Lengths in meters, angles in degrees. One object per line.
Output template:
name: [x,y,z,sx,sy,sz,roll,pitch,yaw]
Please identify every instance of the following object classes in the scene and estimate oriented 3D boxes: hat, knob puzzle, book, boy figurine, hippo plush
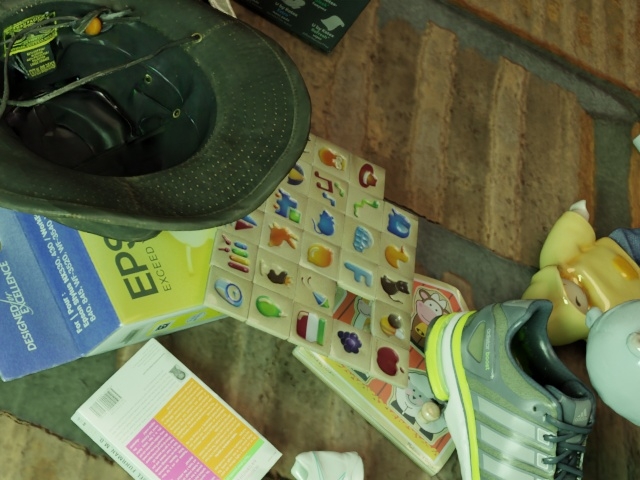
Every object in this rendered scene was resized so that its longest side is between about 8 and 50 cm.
hat: [-0.180,-0.083,1.053,0.331,0.134,0.331,8,44,-8]
knob puzzle: [0.089,0.097,1.256,0.213,0.030,0.213,17,51,-22]
book: [-0.115,0.159,1.080,0.144,0.035,0.096,44,49,1]
boy figurine: [0.297,0.038,1.393,0.285,0.092,0.177,-13,70,-42]
hippo plush: [0.335,0.148,1.237,0.294,0.234,0.236,-34,92,-4]

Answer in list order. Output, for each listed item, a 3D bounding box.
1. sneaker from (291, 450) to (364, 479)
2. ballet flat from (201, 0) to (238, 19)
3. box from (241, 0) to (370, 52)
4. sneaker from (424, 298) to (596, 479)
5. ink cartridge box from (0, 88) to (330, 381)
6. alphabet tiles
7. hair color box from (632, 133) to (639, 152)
sneaker: [0.003,0.239,1.092,0.061,0.053,0.152,11,47,-15]
ballet flat: [-0.111,-0.220,1.334,0.052,0.057,0.168,-20,71,-30]
box: [0.031,-0.352,1.368,0.143,0.270,0.165,29,48,-12]
sneaker: [0.188,0.187,1.176,0.111,0.121,0.300,-6,70,-45]
ink cartridge box: [-0.184,-0.058,1.164,0.307,0.072,0.303,-14,68,-41]
alphabet tiles: [0.000,0.000,1.197,0.198,0.009,0.237,25,47,-20]
hair color box: [0.549,-0.027,1.533,0.114,0.185,0.374,-21,72,-40]
